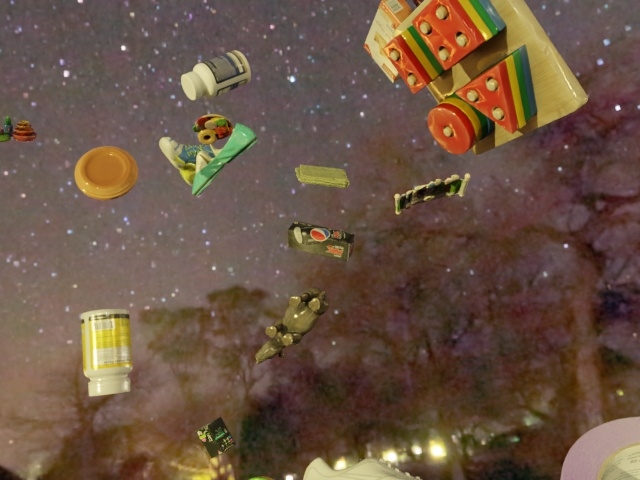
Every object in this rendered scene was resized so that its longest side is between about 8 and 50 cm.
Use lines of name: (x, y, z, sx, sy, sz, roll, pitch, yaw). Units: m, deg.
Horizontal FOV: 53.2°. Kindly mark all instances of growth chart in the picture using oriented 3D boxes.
growth chart: (0.332, -0.141, 1.917, 0.238, 0.021, 0.172, -15, -19, 9)

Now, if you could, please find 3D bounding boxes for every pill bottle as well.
pill bottle: (-0.537, 0.282, 1.613, 0.119, 0.208, 0.119, -6, -10, -1)
pill bottle: (-0.277, -0.432, 1.687, 0.169, 0.094, 0.094, -30, -8, -28)

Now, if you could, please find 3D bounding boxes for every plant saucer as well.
plant saucer: (-0.695, -0.226, 2.074, 0.200, 0.199, 0.037, -6, -25, -12)

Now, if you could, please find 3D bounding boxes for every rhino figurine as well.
rhino figurine: (-0.067, 0.195, 1.405, 0.243, 0.073, 0.106, -51, -13, 20)

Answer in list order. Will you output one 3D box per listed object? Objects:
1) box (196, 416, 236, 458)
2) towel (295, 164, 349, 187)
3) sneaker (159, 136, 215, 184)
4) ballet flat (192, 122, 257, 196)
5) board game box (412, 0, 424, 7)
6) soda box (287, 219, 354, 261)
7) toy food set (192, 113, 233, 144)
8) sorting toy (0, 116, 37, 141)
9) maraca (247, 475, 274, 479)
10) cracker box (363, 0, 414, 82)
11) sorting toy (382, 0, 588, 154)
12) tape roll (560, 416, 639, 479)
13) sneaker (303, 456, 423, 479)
box: (-0.272, 0.513, 1.663, 0.062, 0.083, 0.052, -34, -6, 42)
towel: (0.004, -0.182, 1.808, 0.148, 0.110, 0.027, 4, -64, -8)
sneaker: (-0.387, -0.262, 1.900, 0.126, 0.091, 0.240, -38, -19, -7)
ballet flat: (-0.280, -0.226, 1.728, 0.247, 0.087, 0.083, -40, 12, 17)
board game box: (0.434, -0.706, 1.763, 0.347, 0.208, 0.056, -44, 13, -4)
soda box: (0.000, 0.000, 1.662, 0.169, 0.053, 0.060, 13, -55, 13)
toy food set: (-0.228, -0.238, 1.356, 0.083, 0.020, 0.082, -9, -31, 8)
sorting toy: (-0.643, -0.231, 1.323, 0.102, 0.042, 0.061, -7, 26, -33)
maraca: (-0.160, 0.710, 1.721, 0.127, 0.185, 0.099, 19, 27, 10)
cracker box: (0.221, -0.598, 1.902, 0.067, 0.155, 0.232, -35, -9, -17)
sorting toy: (0.220, -0.252, 0.967, 0.089, 0.255, 0.257, -38, 6, -20)
tape roll: (0.438, 0.352, 0.790, 0.275, 0.274, 0.090, -9, -58, -2)
sneaker: (0.109, 0.380, 0.951, 0.292, 0.118, 0.110, 0, -47, 6)
